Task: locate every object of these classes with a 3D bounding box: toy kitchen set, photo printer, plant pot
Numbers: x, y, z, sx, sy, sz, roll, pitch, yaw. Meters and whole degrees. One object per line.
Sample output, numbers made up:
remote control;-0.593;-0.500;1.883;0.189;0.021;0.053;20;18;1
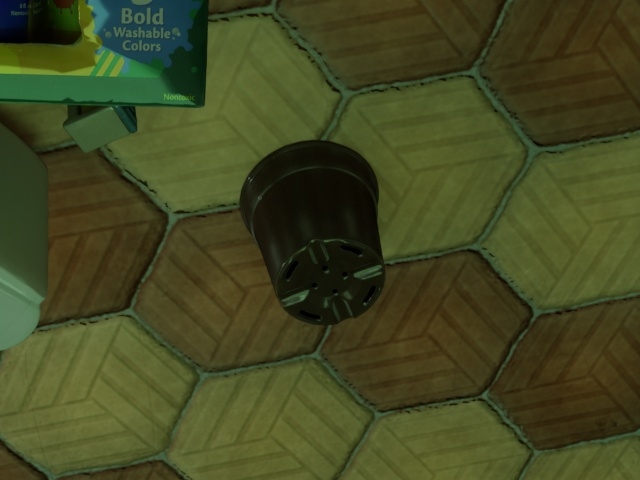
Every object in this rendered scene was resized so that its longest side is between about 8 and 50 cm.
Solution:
toy kitchen set;-0.245;-0.225;1.612;0.122;0.166;0.207;-27;127;10
photo printer;-0.394;-0.054;1.622;0.256;0.307;0.107;35;113;-27
plant pot;0.000;0.000;1.832;0.167;0.165;0.167;-6;128;-7

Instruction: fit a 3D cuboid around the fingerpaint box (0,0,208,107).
fingerpaint box;-0.324;-0.313;1.446;0.445;0.163;0.371;1;100;-11
